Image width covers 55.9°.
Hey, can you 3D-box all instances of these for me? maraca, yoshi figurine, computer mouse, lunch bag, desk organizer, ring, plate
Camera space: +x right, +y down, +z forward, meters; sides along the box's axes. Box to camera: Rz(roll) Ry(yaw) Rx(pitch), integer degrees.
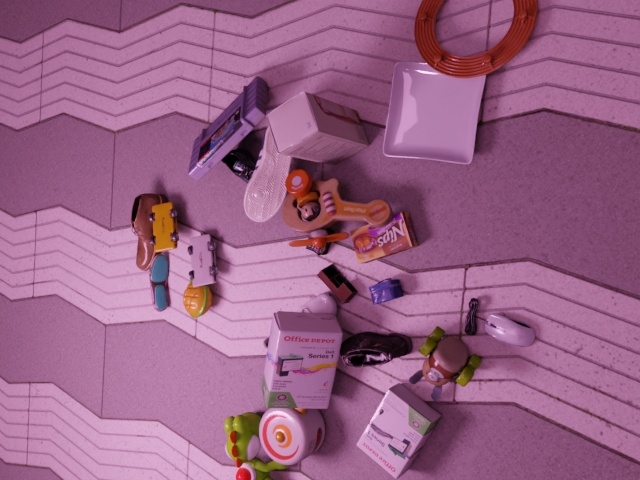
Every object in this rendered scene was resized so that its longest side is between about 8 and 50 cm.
[{"bbox_3d":[-0.448,0.194,2.187,0.127,0.099,0.185,-42,47,30],"label":"maraca"},{"bbox_3d":[-0.222,0.739,2.052,0.203,0.204,0.361,-168,62,-70],"label":"yoshi figurine"},{"bbox_3d":[0.487,0.235,1.650,0.193,0.042,0.105,18,100,30],"label":"computer mouse"},{"bbox_3d":[0.198,0.149,1.807,0.099,0.067,0.065,-21,81,29],"label":"lunch bag"},{"bbox_3d":[0.053,0.135,1.907,0.130,0.047,0.050,48,111,21],"label":"desk organizer"},{"bbox_3d":[0.414,-0.609,1.646,0.337,0.032,0.336,-4,81,29],"label":"ring"},{"bbox_3d":[0.326,-0.366,1.727,0.278,0.045,0.277,11,98,30],"label":"plate"}]

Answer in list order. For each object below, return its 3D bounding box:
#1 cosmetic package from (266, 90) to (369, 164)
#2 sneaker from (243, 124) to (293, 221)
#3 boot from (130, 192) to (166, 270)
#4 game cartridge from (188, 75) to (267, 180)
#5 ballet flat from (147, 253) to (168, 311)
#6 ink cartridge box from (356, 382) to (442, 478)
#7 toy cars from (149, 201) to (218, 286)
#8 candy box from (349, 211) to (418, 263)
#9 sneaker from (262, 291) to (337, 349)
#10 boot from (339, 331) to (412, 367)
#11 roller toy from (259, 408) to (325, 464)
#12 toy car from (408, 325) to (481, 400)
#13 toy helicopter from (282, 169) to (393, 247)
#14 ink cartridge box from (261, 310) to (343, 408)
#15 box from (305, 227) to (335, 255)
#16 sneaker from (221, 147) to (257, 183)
[{"bbox_3d":[-0.002,-0.323,1.779,0.153,0.296,0.129,-25,77,29],"label":"cosmetic package"},{"bbox_3d":[-0.149,-0.230,1.936,0.131,0.148,0.349,20,111,-7],"label":"sneaker"},{"bbox_3d":[-0.679,-0.033,2.298,0.112,0.115,0.305,17,99,38],"label":"boot"},{"bbox_3d":[-0.317,-0.377,2.036,0.355,0.068,0.230,-38,29,26],"label":"game cartridge"},{"bbox_3d":[-0.626,0.162,2.311,0.079,0.077,0.221,-1,91,51],"label":"ballet flat"},{"bbox_3d":[0.230,0.563,1.786,0.160,0.093,0.219,34,108,26],"label":"ink cartridge box"},{"bbox_3d":[-0.492,0.019,2.206,0.394,0.087,0.176,38,84,20],"label":"toy cars"},{"bbox_3d":[0.190,-0.006,1.816,0.187,0.053,0.109,-20,81,32],"label":"candy box"},{"bbox_3d":[-0.064,0.276,1.935,0.297,0.129,0.111,-46,66,22],"label":"sneaker"},{"bbox_3d":[0.126,0.324,1.762,0.263,0.229,0.091,-13,85,31],"label":"boot"},{"bbox_3d":[-0.094,0.616,1.953,0.209,0.146,0.191,-34,75,27],"label":"roller toy"},{"bbox_3d":[0.330,0.369,1.702,0.155,0.149,0.188,38,122,14],"label":"toy car"},{"bbox_3d":[0.043,-0.076,1.822,0.355,0.140,0.234,6,72,26],"label":"toy helicopter"},{"bbox_3d":[-0.059,0.370,1.859,0.117,0.202,0.278,-120,38,-65],"label":"ink cartridge box"},{"bbox_3d":[0.000,0.000,1.925,0.052,0.062,0.083,28,106,26],"label":"box"},{"bbox_3d":[-0.234,-0.221,2.037,0.267,0.106,0.101,36,108,24],"label":"sneaker"}]
